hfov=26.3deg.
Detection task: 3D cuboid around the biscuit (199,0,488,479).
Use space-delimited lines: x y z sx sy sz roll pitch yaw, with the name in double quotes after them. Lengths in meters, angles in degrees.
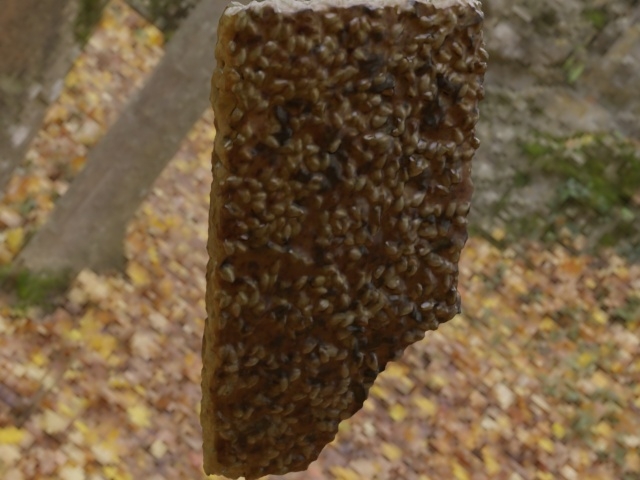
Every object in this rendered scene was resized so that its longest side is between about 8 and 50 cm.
0.010 0.004 0.643 0.131 0.236 0.026 -4 21 -20 "biscuit"
